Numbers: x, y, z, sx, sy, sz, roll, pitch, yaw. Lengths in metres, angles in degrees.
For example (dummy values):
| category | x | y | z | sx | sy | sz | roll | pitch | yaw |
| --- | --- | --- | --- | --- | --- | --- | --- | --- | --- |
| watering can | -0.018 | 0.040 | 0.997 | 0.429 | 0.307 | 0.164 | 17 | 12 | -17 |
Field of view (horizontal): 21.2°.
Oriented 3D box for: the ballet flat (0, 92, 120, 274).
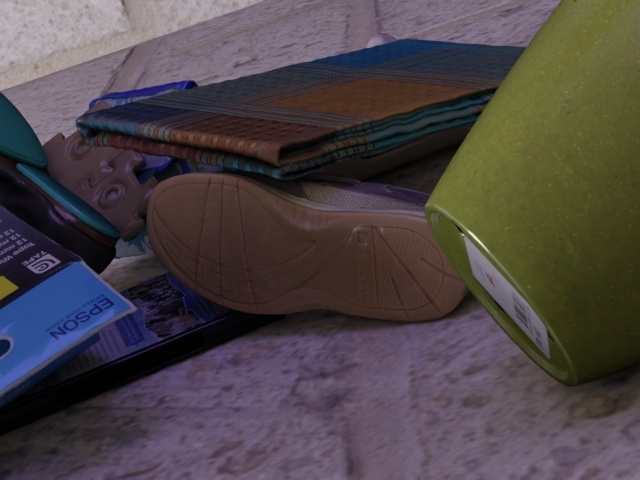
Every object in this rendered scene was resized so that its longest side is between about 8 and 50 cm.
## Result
| category | x | y | z | sx | sy | sz | roll | pitch | yaw |
| --- | --- | --- | --- | --- | --- | --- | --- | --- | --- |
| ballet flat | -0.269 | -0.042 | 1.454 | 0.096 | 0.095 | 0.280 | -52 | 44 | 8 |

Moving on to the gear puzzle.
| category | x | y | z | sx | sy | sz | roll | pitch | yaw |
| --- | --- | --- | --- | --- | --- | --- | --- | --- | --- |
| gear puzzle | -0.283 | 0.030 | 1.500 | 0.339 | 0.044 | 0.175 | -38 | 45 | 1 |

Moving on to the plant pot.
| category | x | y | z | sx | sy | sz | roll | pitch | yaw |
| --- | --- | --- | --- | --- | --- | --- | --- | --- | --- |
| plant pot | 0.215 | -0.058 | 0.994 | 0.293 | 0.275 | 0.275 | -38 | 19 | -7 |

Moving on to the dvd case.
| category | x | y | z | sx | sy | sz | roll | pitch | yaw |
| --- | --- | --- | --- | --- | --- | --- | --- | --- | --- |
| dvd case | -0.163 | 0.078 | 1.357 | 0.253 | 0.022 | 0.180 | -22 | 17 | -9 |

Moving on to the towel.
| category | x | y | z | sx | sy | sz | roll | pitch | yaw |
| --- | --- | --- | --- | --- | --- | --- | --- | --- | --- |
| towel | 0.023 | -0.113 | 1.411 | 0.370 | 0.040 | 0.271 | -18 | 19 | -38 |

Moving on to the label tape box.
| category | x | y | z | sx | sy | sz | roll | pitch | yaw |
| --- | --- | --- | --- | --- | --- | --- | --- | --- | --- |
| label tape box | -0.306 | 0.084 | 1.253 | 0.249 | 0.115 | 0.348 | -36 | 39 | -22 |

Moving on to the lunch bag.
| category | x | y | z | sx | sy | sz | roll | pitch | yaw |
| --- | --- | --- | --- | --- | --- | --- | --- | --- | --- |
| lunch bag | -0.145 | -0.067 | 1.565 | 0.129 | 0.151 | 0.096 | -6 | 12 | 39 |

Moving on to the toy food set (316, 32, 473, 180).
| category | x | y | z | sx | sy | sz | roll | pitch | yaw |
| --- | --- | --- | --- | --- | --- | --- | --- | --- | --- |
| toy food set | 0.038 | -0.133 | 1.688 | 0.220 | 0.092 | 0.306 | -21 | 16 | -6 |

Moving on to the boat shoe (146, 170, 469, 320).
| category | x | y | z | sx | sy | sz | roll | pitch | yaw |
| --- | --- | --- | --- | --- | --- | --- | --- | --- | --- |
| boat shoe | 0.000 | 0.000 | 1.268 | 0.285 | 0.102 | 0.092 | 6 | 13 | 33 |
